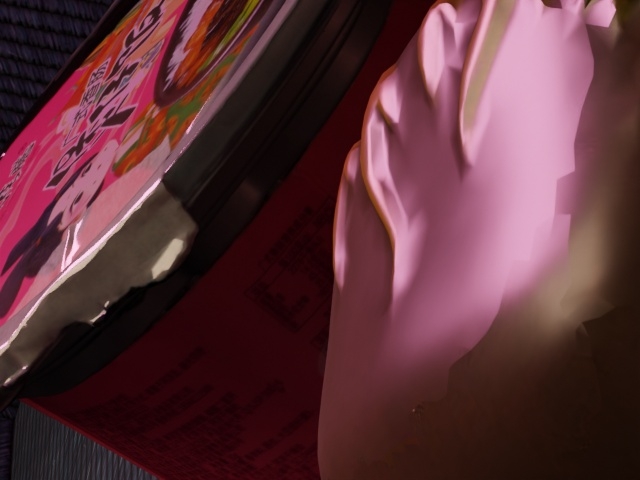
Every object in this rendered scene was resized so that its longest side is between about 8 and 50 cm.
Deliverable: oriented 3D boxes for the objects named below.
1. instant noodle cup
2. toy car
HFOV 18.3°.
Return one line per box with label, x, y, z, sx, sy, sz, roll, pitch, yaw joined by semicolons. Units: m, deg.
instant noodle cup;0.000;0.000;0.691;0.258;0.181;0.302;-17;38;59
toy car;0.128;0.078;0.453;0.271;0.240;0.341;135;141;-55
